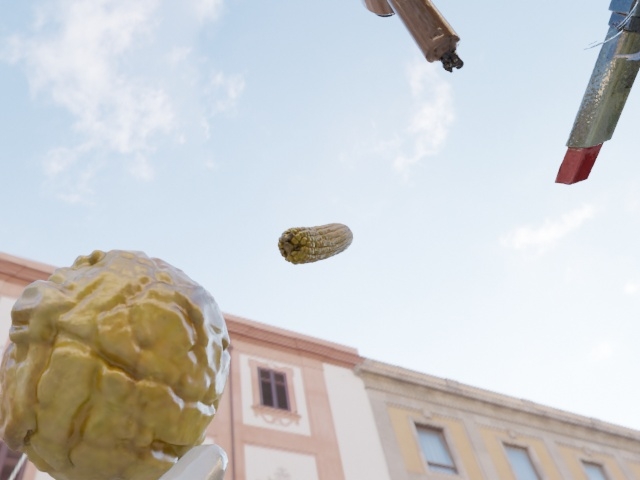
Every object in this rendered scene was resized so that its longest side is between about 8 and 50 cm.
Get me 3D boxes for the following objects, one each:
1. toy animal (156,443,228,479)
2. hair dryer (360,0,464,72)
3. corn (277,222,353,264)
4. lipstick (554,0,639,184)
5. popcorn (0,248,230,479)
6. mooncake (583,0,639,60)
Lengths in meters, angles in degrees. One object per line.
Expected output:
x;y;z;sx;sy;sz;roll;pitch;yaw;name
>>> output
-0.120;0.335;0.548;0.289;0.249;0.174;-27;-41;-36;toy animal
0.083;-0.225;0.580;0.064;0.182;0.117;-30;-21;8;hair dryer
0.001;0.004;1.620;0.313;0.102;0.102;-10;-40;-55;corn
0.351;-0.206;0.716;0.051;0.051;0.312;1;-63;-19;lipstick
-0.321;0.202;0.988;0.354;0.390;0.344;-35;-16;-4;popcorn
0.179;-0.073;0.320;0.150;0.347;0.057;-14;-62;47;mooncake
